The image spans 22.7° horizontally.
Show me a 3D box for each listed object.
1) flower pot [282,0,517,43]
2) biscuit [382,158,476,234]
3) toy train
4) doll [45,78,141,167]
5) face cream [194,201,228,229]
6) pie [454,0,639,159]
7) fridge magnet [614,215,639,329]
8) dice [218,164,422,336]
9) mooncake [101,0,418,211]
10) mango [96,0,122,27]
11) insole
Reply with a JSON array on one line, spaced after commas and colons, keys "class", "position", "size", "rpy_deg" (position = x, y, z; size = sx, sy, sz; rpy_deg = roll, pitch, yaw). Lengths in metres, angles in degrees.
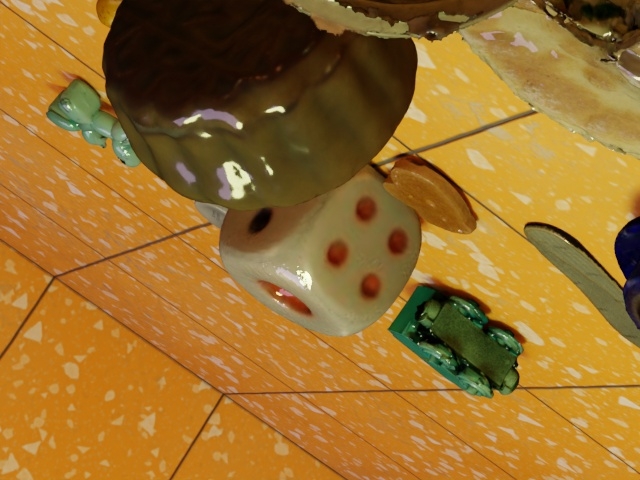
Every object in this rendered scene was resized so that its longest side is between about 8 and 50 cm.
[{"class": "flower pot", "position": [0.034, -0.276, 1.141], "size": [0.290, 0.290, 0.259], "rpy_deg": [35, 177, -8]}, {"class": "biscuit", "position": [0.128, -0.058, 1.947], "size": [0.118, 0.023, 0.140], "rpy_deg": [21, 161, 34]}, {"class": "toy train", "position": [0.195, 0.146, 2.281], "size": [0.198, 0.107, 0.154], "rpy_deg": [39, 169, -23]}, {"class": "doll", "position": [-0.325, -0.172, 2.369], "size": [0.158, 0.059, 0.159], "rpy_deg": [40, 160, -19]}, {"class": "face cream", "position": [-0.110, -0.069, 2.198], "size": [0.117, 0.104, 0.117], "rpy_deg": [29, 164, 9]}, {"class": "pie", "position": [0.243, -0.165, 1.359], "size": [0.337, 0.075, 0.337], "rpy_deg": [28, 168, 7]}, {"class": "fridge magnet", "position": [0.417, 0.066, 1.628], "size": [0.265, 0.112, 0.265], "rpy_deg": [30, 161, 11]}, {"class": "dice", "position": [0.000, 0.000, 2.051], "size": [0.193, 0.192, 0.194], "rpy_deg": [41, 162, -32]}, {"class": "mooncake", "position": [-0.065, -0.177, 1.514], "size": [0.290, 0.290, 0.161], "rpy_deg": [20, 156, 34]}, {"class": "mango", "position": [-0.235, -0.279, 1.925], "size": [0.089, 0.046, 0.060], "rpy_deg": [5, 148, 49]}, {"class": "insole", "position": [0.368, 0.083, 1.947], "size": [0.348, 0.009, 0.119], "rpy_deg": [41, 162, -28]}]
